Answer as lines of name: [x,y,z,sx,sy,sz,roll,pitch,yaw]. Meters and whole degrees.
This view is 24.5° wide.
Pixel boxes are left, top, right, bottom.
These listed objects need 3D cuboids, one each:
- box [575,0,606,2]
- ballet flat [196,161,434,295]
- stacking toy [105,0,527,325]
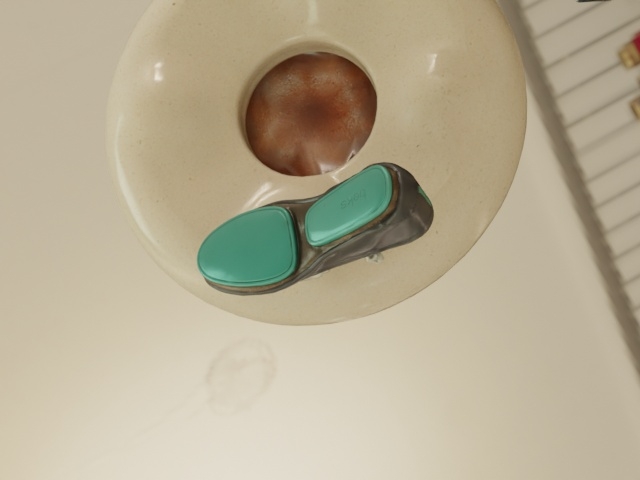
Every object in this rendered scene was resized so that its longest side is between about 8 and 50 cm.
box: [0.243,-0.349,1.285,0.159,0.044,0.233,58,142,34]
ballet flat: [0.000,0.000,1.074,0.074,0.203,0.074,25,-125,-41]
stacking toy: [0.031,-0.054,1.379,0.350,0.351,0.480,60,-177,19]
